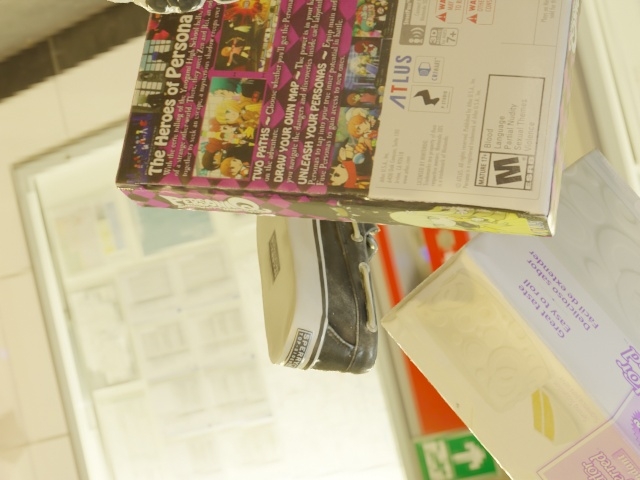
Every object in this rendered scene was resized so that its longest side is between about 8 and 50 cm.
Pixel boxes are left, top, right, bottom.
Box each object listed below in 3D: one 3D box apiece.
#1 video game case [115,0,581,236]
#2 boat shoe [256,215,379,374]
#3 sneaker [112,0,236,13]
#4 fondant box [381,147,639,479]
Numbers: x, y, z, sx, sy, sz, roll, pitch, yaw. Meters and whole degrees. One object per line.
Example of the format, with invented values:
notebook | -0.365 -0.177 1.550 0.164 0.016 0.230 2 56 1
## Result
video game case | 0.022 -0.122 0.650 0.210 0.232 0.042 4 164 16
boat shoe | 0.000 0.000 0.893 0.070 0.219 0.078 12 137 -17
sneaker | -0.019 -0.140 0.461 0.170 0.068 0.071 -32 -138 -11
fondant box | 0.215 0.077 1.028 0.096 0.238 0.330 -44 173 32
